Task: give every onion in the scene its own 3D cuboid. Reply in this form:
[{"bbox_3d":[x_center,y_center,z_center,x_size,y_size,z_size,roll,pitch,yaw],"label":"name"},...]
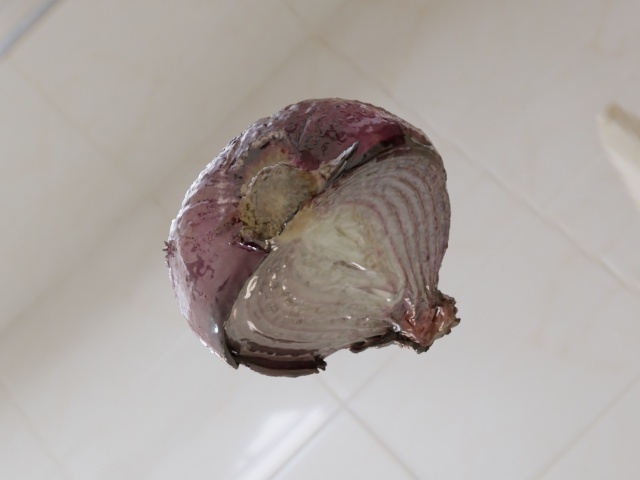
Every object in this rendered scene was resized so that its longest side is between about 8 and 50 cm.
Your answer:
[{"bbox_3d":[0.000,0.000,1.498,0.159,0.267,0.349,49,-177,32],"label":"onion"}]
